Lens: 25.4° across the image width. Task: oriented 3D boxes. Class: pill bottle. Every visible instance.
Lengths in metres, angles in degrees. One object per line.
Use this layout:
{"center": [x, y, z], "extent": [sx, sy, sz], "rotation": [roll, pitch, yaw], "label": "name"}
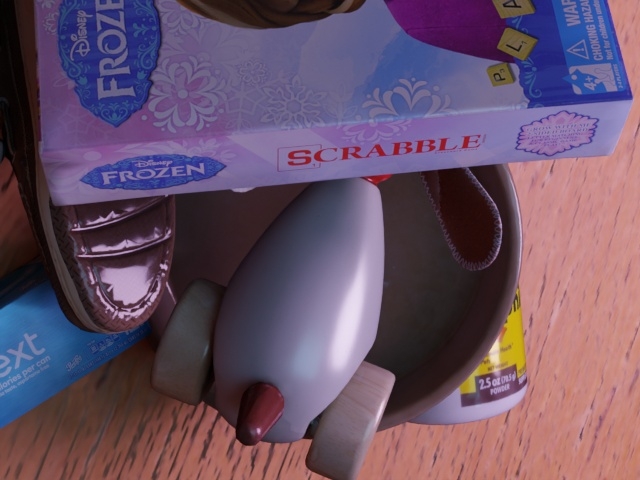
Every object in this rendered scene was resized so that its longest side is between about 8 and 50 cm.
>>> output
{"center": [0.089, 0.021, 1.064], "extent": [0.117, 0.117, 0.215], "rotation": [-13, 103, -28], "label": "pill bottle"}

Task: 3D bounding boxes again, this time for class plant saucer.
{"center": [0.000, 0.000, 0.985], "extent": [0.277, 0.041, 0.278], "rotation": [1, 99, 4], "label": "plant saucer"}

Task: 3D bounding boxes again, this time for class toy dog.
{"center": [-0.001, 0.002, 0.883], "extent": [0.220, 0.161, 0.334], "rotation": [2, 100, 3], "label": "toy dog"}

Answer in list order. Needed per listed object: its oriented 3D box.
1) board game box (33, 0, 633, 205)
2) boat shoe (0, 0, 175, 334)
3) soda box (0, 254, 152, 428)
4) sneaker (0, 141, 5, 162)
{"center": [-0.009, -0.185, 0.833], "extent": [0.318, 0.066, 0.319], "rotation": [-6, 63, -5], "label": "board game box"}
{"center": [-0.158, -0.063, 0.899], "extent": [0.095, 0.095, 0.257], "rotation": [4, 74, -44], "label": "boat shoe"}
{"center": [-0.220, 0.079, 0.920], "extent": [0.210, 0.067, 0.071], "rotation": [-33, 111, -23], "label": "soda box"}
{"center": [-0.292, -0.179, 0.814], "extent": [0.146, 0.122, 0.331], "rotation": [-19, 105, -29], "label": "sneaker"}
